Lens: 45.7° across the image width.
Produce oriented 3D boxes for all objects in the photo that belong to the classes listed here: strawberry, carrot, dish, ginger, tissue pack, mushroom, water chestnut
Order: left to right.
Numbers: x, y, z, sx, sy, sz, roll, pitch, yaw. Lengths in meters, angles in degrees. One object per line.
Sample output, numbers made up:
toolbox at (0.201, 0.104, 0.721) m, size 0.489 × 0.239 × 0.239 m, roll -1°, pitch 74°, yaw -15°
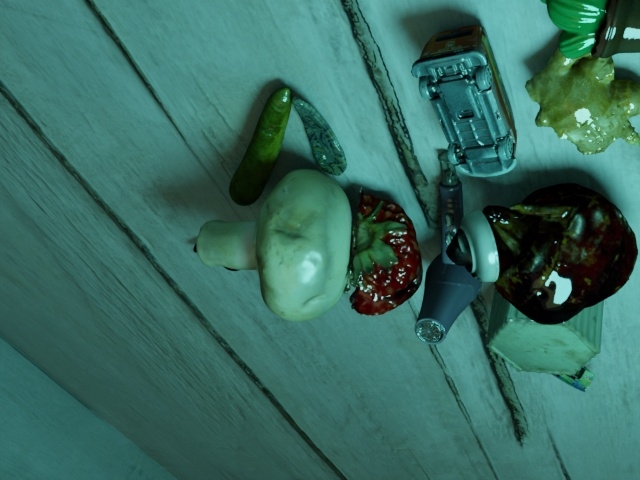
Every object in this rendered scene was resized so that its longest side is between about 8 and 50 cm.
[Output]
carrot at (-0.117, -0.189, 1.556) m, size 0.074 × 0.074 × 0.358 m, roll 24°, pitch 142°, yaw -6°
mushroom at (-0.052, 0.017, 1.595) m, size 0.315 × 0.315 × 0.356 m, roll 33°, pitch 154°, yaw -19°
strawberry at (0.143, 0.054, 1.611) m, size 0.150 × 0.253 × 0.280 m, roll 2°, pitch 144°, yaw 9°
dish at (0.271, 0.018, 1.418) m, size 0.078 × 0.141 × 0.141 m, roll -14°, pitch 142°, yaw -3°
water chestnut at (0.437, 0.017, 1.426) m, size 0.289 × 0.289 × 0.244 m, roll -19°, pitch 92°, yaw 41°
tissue pack at (0.613, 0.310, 1.884) m, size 0.111 × 0.079 × 0.085 m, roll 31°, pitch 179°, yaw -14°
ginger at (0.435, -0.220, 1.226) m, size 0.216 × 0.102 × 0.157 m, roll 35°, pitch 114°, yaw -12°

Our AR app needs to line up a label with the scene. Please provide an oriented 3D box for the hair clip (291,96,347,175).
hair clip at (-0.004, -0.209, 1.500) m, size 0.066 × 0.036 × 0.229 m, roll 4°, pitch 149°, yaw 27°

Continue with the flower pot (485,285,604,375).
flower pot at (0.483, 0.157, 1.634) m, size 0.209 × 0.190 × 0.239 m, roll 20°, pitch 146°, yaw -1°

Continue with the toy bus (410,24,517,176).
toy bus at (0.256, -0.231, 1.276) m, size 0.121 × 0.120 × 0.265 m, roll -5°, pitch 138°, yaw 30°

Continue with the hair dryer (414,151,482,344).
hair dryer at (0.248, -0.001, 1.520) m, size 0.121 × 0.301 × 0.361 m, roll 3°, pitch 117°, yaw 22°

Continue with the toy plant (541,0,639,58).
toy plant at (0.398, -0.326, 1.101) m, size 0.200 × 0.105 × 0.143 m, roll 19°, pitch 140°, yaw 18°

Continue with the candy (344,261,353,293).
candy at (0.041, 0.073, 1.822) m, size 0.110 × 0.085 × 0.095 m, roll 43°, pitch 146°, yaw -15°

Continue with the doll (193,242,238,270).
doll at (-0.227, 0.042, 1.917) m, size 0.195 × 0.070 × 0.096 m, roll 10°, pitch 160°, yaw 25°
